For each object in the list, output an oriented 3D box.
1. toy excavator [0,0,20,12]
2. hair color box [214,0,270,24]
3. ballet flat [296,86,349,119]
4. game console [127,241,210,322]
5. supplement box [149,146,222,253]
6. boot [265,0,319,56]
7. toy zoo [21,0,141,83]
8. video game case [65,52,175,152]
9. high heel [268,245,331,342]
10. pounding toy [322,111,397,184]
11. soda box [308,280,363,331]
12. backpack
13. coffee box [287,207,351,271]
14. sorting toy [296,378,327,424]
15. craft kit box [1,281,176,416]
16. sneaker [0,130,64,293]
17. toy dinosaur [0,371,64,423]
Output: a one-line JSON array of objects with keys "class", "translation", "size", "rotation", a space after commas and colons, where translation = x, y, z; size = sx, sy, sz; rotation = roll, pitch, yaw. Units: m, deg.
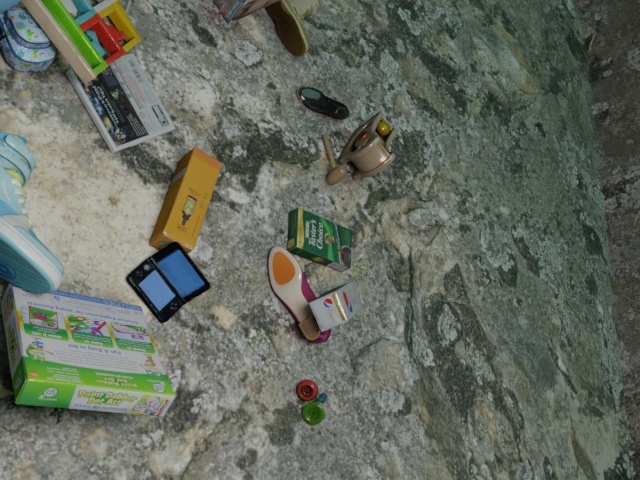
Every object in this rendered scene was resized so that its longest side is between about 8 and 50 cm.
[{"class": "toy excavator", "translation": [-0.579, -0.590, 1.298], "size": [0.445, 0.223, 0.432], "rotation": [41, 44, -81]}, {"class": "hair color box", "translation": [-0.096, -0.688, 1.783], "size": [0.347, 0.174, 0.105], "rotation": [-33, 98, -22]}, {"class": "ballet flat", "translation": [0.004, -0.374, 1.930], "size": [0.173, 0.049, 0.057], "rotation": [21, 91, -32]}, {"class": "game console", "translation": [-0.301, 0.084, 1.397], "size": [0.122, 0.071, 0.107], "rotation": [56, 44, -14]}, {"class": "supplement box", "translation": [-0.285, -0.080, 1.488], "size": [0.078, 0.080, 0.233], "rotation": [33, 50, -28]}, {"class": "boot", "translation": [-0.059, -0.620, 1.948], "size": [0.165, 0.077, 0.213], "rotation": [-30, 91, -48]}, {"class": "toy zoo", "translation": [-0.474, -0.460, 1.445], "size": [0.192, 0.030, 0.293], "rotation": [57, 26, -23]}, {"class": "video game case", "translation": [-0.422, -0.295, 1.494], "size": [0.173, 0.022, 0.190], "rotation": [-34, 97, -47]}, {"class": "high heel", "translation": [-0.046, 0.127, 1.646], "size": [0.244, 0.082, 0.117], "rotation": [59, 7, 15]}, {"class": "pounding toy", "translation": [0.111, -0.267, 1.893], "size": [0.155, 0.154, 0.269], "rotation": [46, 46, -19]}, {"class": "soda box", "translation": [0.040, 0.150, 1.629], "size": [0.073, 0.069, 0.216], "rotation": [67, 13, 2]}, {"class": "backpack", "translation": [-0.565, -0.390, 1.353], "size": [0.105, 0.084, 0.114], "rotation": [-18, 88, -44]}, {"class": "coffee box", "translation": [0.000, 0.000, 1.749], "size": [0.184, 0.040, 0.113], "rotation": [23, 57, -35]}, {"class": "sorting toy", "translation": [-0.015, 0.358, 1.575], "size": [0.042, 0.061, 0.101], "rotation": [-11, 86, -80]}, {"class": "craft kit box", "translation": [-0.395, 0.183, 1.185], "size": [0.250, 0.060, 0.246], "rotation": [17, 21, -37]}, {"class": "sneaker", "translation": [-0.523, -0.071, 1.194], "size": [0.319, 0.127, 0.208], "rotation": [42, 46, -8]}, {"class": "toy dinosaur", "translation": [-0.475, 0.245, 1.133], "size": [0.268, 0.118, 0.064], "rotation": [9, 98, -41]}]
